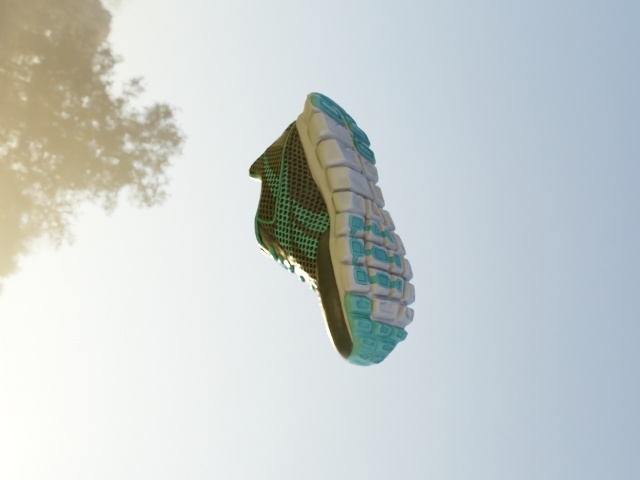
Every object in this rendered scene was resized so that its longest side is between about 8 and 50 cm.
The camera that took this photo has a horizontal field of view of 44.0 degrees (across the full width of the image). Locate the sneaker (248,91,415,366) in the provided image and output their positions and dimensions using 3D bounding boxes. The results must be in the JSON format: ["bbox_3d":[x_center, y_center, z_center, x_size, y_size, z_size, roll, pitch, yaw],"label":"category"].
[{"bbox_3d":[0.000,0.000,0.438,0.076,0.065,0.167,-34,-131,28],"label":"sneaker"}]
